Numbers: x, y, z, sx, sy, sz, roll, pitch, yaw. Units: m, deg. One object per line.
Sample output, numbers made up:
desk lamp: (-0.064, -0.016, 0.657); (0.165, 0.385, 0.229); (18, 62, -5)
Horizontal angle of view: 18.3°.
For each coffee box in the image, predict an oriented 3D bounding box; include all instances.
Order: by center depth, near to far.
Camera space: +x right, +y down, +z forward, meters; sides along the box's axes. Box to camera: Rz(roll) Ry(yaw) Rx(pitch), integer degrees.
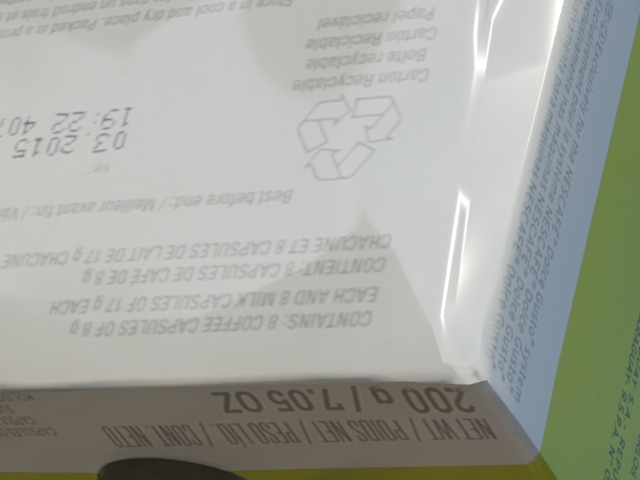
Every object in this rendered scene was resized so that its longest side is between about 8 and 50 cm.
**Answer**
coffee box: (0.000, 0.000, 0.777); (0.338, 0.338, 0.334); (-2, -35, 27)
